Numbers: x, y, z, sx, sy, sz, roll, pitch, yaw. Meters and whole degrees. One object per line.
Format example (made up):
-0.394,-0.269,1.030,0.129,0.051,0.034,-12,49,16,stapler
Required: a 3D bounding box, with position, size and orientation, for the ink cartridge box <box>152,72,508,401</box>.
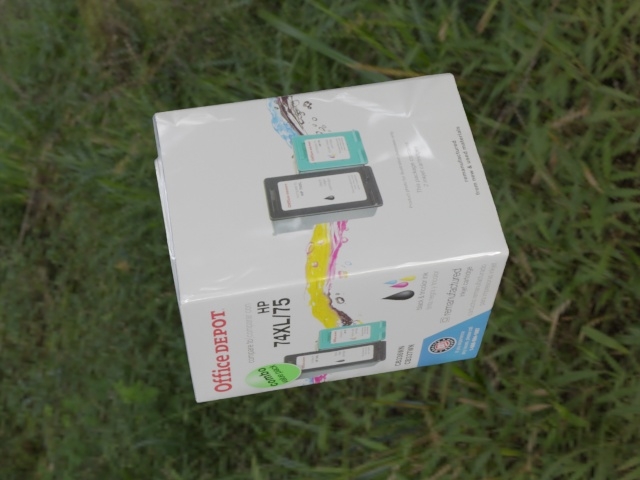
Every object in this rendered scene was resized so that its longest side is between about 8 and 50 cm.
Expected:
0.000,0.000,1.029,0.270,0.198,0.197,-9,59,-6,ink cartridge box
